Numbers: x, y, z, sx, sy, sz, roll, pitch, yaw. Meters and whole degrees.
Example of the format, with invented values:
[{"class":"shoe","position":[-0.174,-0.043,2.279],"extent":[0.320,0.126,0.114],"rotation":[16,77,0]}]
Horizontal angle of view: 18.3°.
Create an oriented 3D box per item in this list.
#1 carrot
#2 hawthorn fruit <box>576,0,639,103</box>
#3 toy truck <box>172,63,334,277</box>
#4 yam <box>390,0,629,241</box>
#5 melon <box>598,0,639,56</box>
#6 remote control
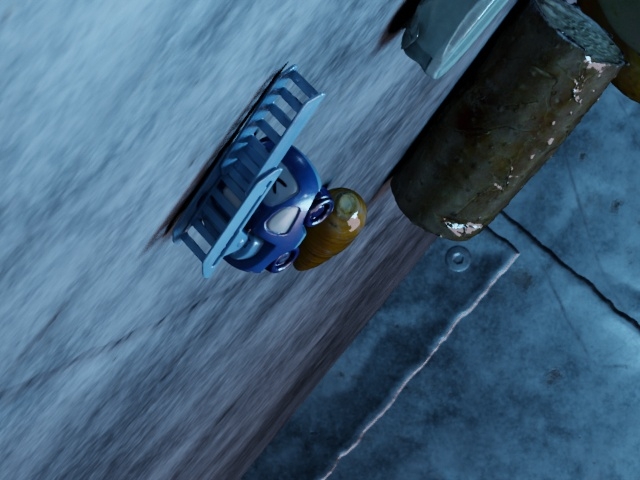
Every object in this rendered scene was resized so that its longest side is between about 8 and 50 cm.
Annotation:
[{"class":"carrot","position":[0.000,0.000,1.728],"extent":[0.048,0.048,0.216],"rotation":[-48,179,-19]},{"class":"hawthorn fruit","position":[0.401,-0.253,2.099],"extent":[0.268,0.268,0.301],"rotation":[-47,-179,-28]},{"class":"toy truck","position":[-0.027,-0.040,1.151],"extent":[0.074,0.063,0.136],"rotation":[-4,133,-55]},{"class":"yam","position":[0.190,-0.122,2.006],"extent":[0.280,0.131,0.131],"rotation":[-53,174,34]},{"class":"melon","position":[0.388,-0.282,1.796],"extent":[0.330,0.268,0.268],"rotation":[-27,-168,41]},{"class":"remote control","position":[0.143,-0.214,1.363],"extent":[0.247,0.052,0.104],"rotation":[-50,176,-9]}]
